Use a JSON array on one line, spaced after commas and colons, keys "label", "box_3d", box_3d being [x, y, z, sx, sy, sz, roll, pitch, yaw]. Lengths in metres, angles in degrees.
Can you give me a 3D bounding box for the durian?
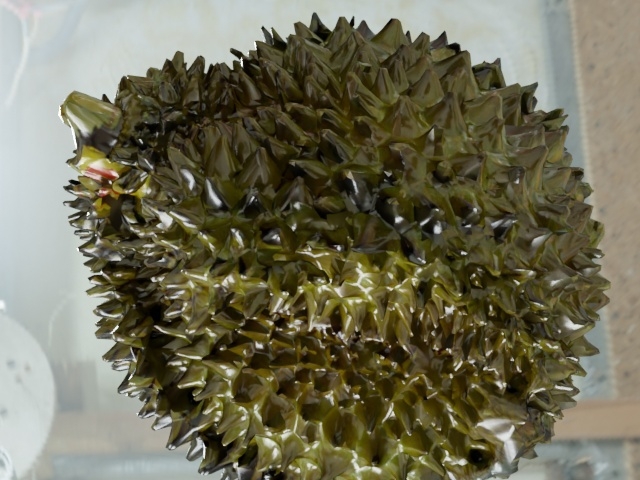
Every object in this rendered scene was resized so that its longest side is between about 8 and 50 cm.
[{"label": "durian", "box_3d": [0.003, 0.007, 0.810, 0.293, 0.258, 0.258, 2, -109, 15]}]
